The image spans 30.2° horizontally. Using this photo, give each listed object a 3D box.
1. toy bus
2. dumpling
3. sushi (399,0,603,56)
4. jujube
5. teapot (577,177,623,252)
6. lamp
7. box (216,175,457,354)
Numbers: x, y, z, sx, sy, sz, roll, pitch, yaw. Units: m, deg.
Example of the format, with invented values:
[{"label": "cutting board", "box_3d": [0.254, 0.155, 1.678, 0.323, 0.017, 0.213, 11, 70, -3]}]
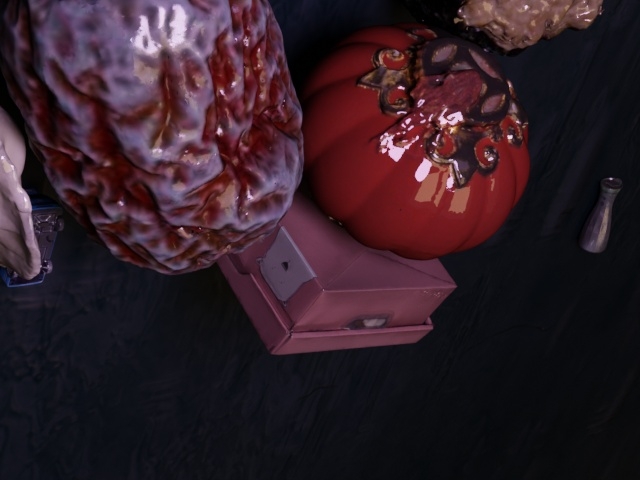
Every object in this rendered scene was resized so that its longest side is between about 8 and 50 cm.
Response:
[{"label": "toy bus", "box_3d": [-0.256, -0.003, 1.038, 0.038, 0.046, 0.083, -7, 130, -42]}, {"label": "dumpling", "box_3d": [-0.272, -0.047, 0.881, 0.126, 0.166, 0.216, -39, 149, -53]}, {"label": "sushi", "box_3d": [0.219, -0.331, 1.129, 0.350, 0.171, 0.211, -49, 142, 0]}, {"label": "jujube", "box_3d": [-0.127, -0.118, 0.922, 0.226, 0.226, 0.317, -38, 147, -14]}, {"label": "teapot", "box_3d": [0.404, -0.038, 1.709, 0.042, 0.043, 0.111, -16, 129, -37]}, {"label": "lamp", "box_3d": [0.086, -0.094, 1.069, 0.227, 0.227, 0.227, -28, 139, -27]}, {"label": "box", "box_3d": [0.000, 0.000, 1.157, 0.215, 0.215, 0.086, 1, 137, -47]}]
